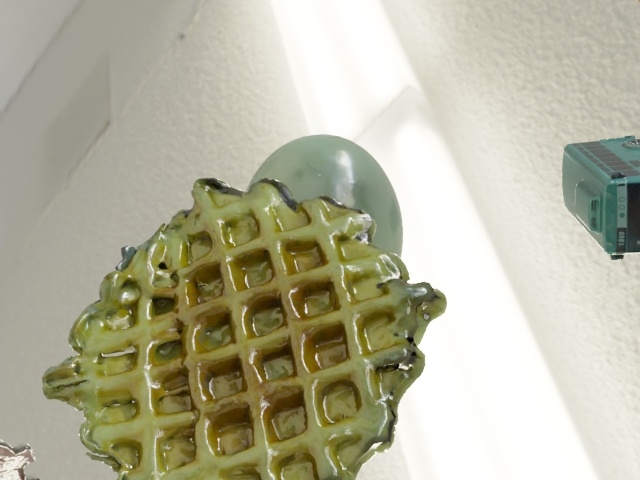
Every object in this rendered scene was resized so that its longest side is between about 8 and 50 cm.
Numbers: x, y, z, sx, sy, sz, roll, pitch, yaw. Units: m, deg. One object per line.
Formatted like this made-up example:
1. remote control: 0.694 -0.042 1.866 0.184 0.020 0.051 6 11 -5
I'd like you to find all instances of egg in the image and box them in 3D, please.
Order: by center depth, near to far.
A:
1. egg: 0.000 0.000 1.151 0.203 0.203 0.283 -111 -162 -49

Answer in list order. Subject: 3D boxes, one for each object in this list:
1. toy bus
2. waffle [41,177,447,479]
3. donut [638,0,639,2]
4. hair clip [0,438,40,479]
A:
1. toy bus: 0.451 -0.069 1.404 0.256 0.147 0.128 -89 173 -72
2. waffle: -0.060 0.090 0.803 0.297 0.073 0.317 25 -114 19
3. donut: 0.172 -0.124 0.336 0.078 0.181 0.146 106 -3 -68
4. hair clip: -0.329 0.240 0.871 0.056 0.146 0.187 46 -37 24
